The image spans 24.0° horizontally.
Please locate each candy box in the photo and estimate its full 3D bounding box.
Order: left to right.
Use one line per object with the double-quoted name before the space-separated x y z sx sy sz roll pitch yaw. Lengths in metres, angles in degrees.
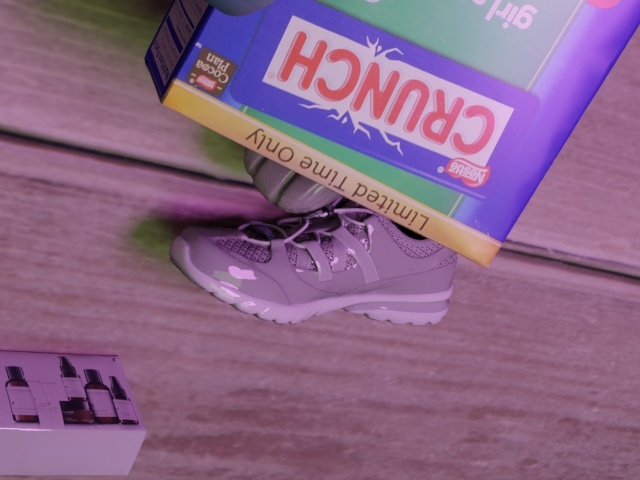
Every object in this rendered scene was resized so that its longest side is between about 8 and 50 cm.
"candy box" 0.071 -0.183 1.024 0.268 0.122 0.317 25 107 -19

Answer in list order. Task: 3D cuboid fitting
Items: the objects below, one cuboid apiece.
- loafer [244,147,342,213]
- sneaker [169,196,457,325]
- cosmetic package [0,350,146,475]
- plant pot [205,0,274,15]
"loafer" 0.077 -0.140 1.180 0.319 0.112 0.111 -37 171 8
"sneaker" 0.000 0.000 1.280 0.281 0.105 0.115 3 114 -37
"cosmetic package" -0.274 0.141 1.257 0.239 0.099 0.060 5 125 -30
"plant pot" -0.086 -0.304 0.819 0.235 0.293 0.293 24 117 -24
